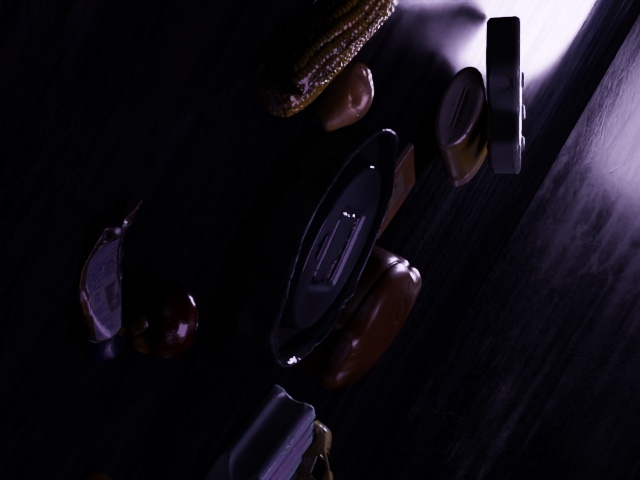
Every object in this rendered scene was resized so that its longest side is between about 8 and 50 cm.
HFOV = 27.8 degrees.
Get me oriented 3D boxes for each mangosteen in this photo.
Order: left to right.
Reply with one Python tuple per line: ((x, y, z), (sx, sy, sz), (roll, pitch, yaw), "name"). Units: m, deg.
((-0.158, 0.075, 1.270), (0.081, 0.081, 0.081), (-54, 165, -21), "mangosteen")

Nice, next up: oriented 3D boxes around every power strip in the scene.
((0.292, -0.201, 2.041), (0.265, 0.059, 0.193), (79, 15, -51), "power strip")

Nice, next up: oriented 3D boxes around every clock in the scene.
((0.000, 0.000, 1.617), (0.325, 0.067, 0.325), (-56, 162, -29), "clock")

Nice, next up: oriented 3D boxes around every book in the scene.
((0.113, -0.075, 2.025), (0.118, 0.012, 0.172), (-56, 166, -12), "book")

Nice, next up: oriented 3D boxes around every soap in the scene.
((-0.106, 0.355, 2.000), (0.230, 0.091, 0.145), (-50, 160, -32), "soap")

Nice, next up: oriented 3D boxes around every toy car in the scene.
((-0.041, 0.459, 2.366), (0.256, 0.124, 0.101), (-54, 167, -15), "toy car")

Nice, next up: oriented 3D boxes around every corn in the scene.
((0.010, -0.204, 1.284), (0.203, 0.072, 0.072), (-52, 164, -24), "corn")

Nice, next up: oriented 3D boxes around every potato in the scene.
((0.028, -0.162, 1.471), (0.083, 0.062, 0.068), (-38, 150, 2), "potato")

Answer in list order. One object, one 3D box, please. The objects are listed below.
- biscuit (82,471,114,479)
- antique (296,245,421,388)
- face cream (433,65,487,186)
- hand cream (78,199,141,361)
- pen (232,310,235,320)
((-0.284, 0.389, 1.538), (0.202, 0.047, 0.334), (-55, 166, -18), "biscuit")
((0.049, 0.107, 1.940), (0.278, 0.129, 0.223), (-41, 158, -51), "antique")
((0.234, -0.178, 2.116), (0.285, 0.067, 0.139), (50, 61, -76), "face cream")
((-0.192, 0.039, 1.164), (0.062, 0.039, 0.163), (-39, 150, -50), "hand cream")
((-0.061, 0.073, 1.705), (0.025, 0.025, 0.204), (-65, 166, 22), "pen")
